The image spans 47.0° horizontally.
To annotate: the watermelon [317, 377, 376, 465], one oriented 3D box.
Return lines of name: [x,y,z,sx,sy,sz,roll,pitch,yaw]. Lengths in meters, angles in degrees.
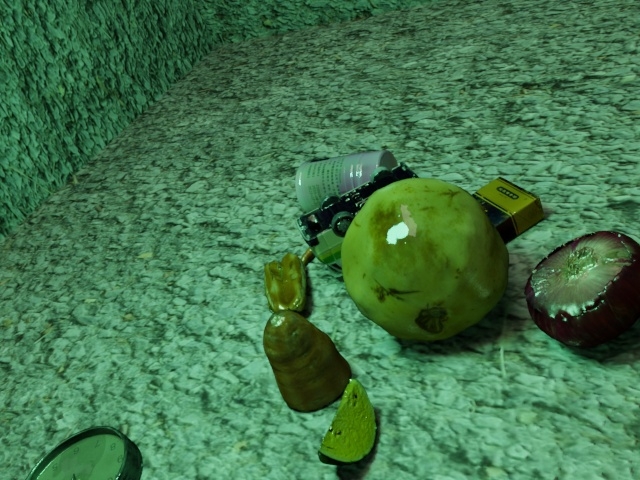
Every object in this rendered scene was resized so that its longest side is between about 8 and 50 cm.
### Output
watermelon: [0.061,0.351,1.347,0.075,0.091,0.181,6,35,22]

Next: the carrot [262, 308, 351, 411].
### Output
carrot: [-0.051,0.226,1.486,0.159,0.225,0.159,-19,38,15]

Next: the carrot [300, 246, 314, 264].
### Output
carrot: [0.000,0.000,1.938,0.037,0.037,0.190,7,47,42]

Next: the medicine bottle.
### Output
medicine bottle: [0.075,-0.157,1.997,0.254,0.152,0.152,-5,38,30]

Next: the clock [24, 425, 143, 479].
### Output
clock: [-0.514,0.516,1.557,0.281,0.055,0.280,-19,32,13]

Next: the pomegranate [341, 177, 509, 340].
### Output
pomegranate: [0.207,0.036,1.483,0.333,0.332,0.332,-19,33,13]

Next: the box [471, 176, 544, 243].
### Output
box: [0.373,-0.041,1.698,0.237,0.070,0.152,-34,32,-6]

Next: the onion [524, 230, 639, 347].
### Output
onion: [0.489,0.092,1.336,0.248,0.161,0.248,-21,22,9]

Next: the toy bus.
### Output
toy bus: [0.112,-0.040,1.778,0.306,0.179,0.143,-28,30,-2]

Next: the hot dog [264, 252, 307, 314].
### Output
hot dog: [-0.083,0.117,1.800,0.109,0.072,0.269,-25,30,7]
